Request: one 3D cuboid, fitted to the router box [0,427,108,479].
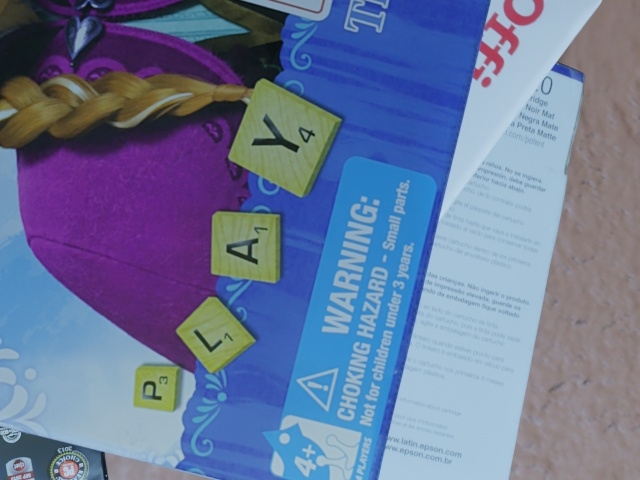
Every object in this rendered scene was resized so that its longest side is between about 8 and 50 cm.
[{"bbox_3d":[-0.154,0.118,0.625,0.122,0.038,0.092,-10,105,-16],"label":"router box"}]

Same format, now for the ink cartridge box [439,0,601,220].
[{"bbox_3d":[-0.040,-0.089,0.540,0.237,0.100,0.172,37,80,-2],"label":"ink cartridge box"}]

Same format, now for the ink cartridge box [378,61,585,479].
[{"bbox_3d":[0.000,0.000,0.637,0.223,0.045,0.224,17,80,-21],"label":"ink cartridge box"}]

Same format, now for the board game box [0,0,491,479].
[{"bbox_3d":[-0.103,-0.105,0.449,0.318,0.066,0.318,14,81,-4],"label":"board game box"}]
